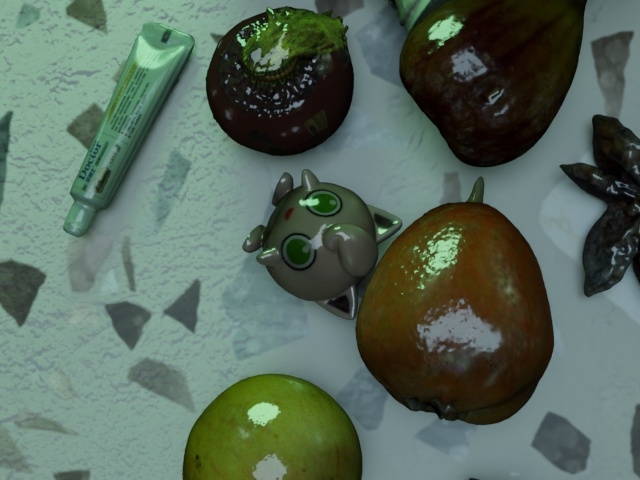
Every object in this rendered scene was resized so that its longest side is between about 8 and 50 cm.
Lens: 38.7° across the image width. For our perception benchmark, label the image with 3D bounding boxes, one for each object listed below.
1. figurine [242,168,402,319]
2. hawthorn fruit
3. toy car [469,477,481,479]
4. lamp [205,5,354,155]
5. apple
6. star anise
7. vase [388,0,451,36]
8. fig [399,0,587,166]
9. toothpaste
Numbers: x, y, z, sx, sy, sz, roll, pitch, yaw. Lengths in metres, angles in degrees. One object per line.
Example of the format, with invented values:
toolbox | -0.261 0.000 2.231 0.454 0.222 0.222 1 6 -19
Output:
figurine | 0.000 0.000 0.925 0.138 0.125 0.125 28 84 12
hawthorn fruit | 0.133 0.048 0.881 0.199 0.199 0.251 9 69 4
toy car | 0.225 0.303 0.882 0.191 0.097 0.100 20 84 6
lamp | -0.043 -0.169 0.944 0.156 0.135 0.157 -6 84 3
apple | -0.048 0.219 0.878 0.155 0.182 0.182 28 83 37
star anise | 0.355 -0.038 0.936 0.196 0.073 0.212 -10 84 4
vase | 0.017 -0.363 0.965 0.321 0.173 0.173 44 86 1
fig | 0.204 -0.209 0.931 0.170 0.145 0.274 43 86 -7
toothpaste | -0.215 -0.121 0.997 0.067 0.037 0.256 21 80 12
